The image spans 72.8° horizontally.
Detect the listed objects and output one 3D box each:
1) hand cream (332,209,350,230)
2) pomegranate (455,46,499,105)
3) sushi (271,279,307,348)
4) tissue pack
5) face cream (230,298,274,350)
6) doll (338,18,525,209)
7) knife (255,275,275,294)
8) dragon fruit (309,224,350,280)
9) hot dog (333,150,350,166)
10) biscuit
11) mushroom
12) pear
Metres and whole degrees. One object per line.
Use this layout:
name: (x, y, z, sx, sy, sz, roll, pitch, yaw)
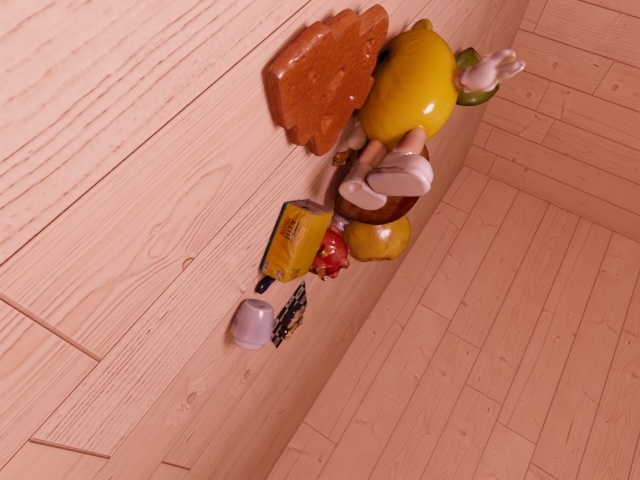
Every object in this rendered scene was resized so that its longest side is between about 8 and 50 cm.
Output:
hand cream: (0.072, -0.095, 1.218, 0.084, 0.053, 0.142, 47, 63, -72)
pomegranate: (0.516, -0.588, 1.553, 0.159, 0.241, 0.190, -31, 157, 35)
sushi: (-0.079, 0.239, 1.315, 0.193, 0.040, 0.210, -54, 162, -23)
tissue pack: (-0.049, -0.001, 0.946, 0.120, 0.082, 0.169, -18, 135, -64)
face cream: (-0.147, 0.182, 0.947, 0.091, 0.091, 0.095, -10, 119, -69)
doll: (0.176, -0.253, 0.853, 0.161, 0.348, 0.423, 35, 93, -38)
knife: (-0.113, 0.089, 1.017, 0.121, 0.018, 0.031, -37, 144, -55)
dragon fruit: (0.008, 0.025, 1.086, 0.133, 0.136, 0.166, -52, 143, 1)
hot dog: (0.054, -0.195, 1.039, 0.083, 0.021, 0.037, -34, 147, -59)
biscuit: (0.005, -0.269, 0.728, 0.306, 0.043, 0.284, -21, 144, -58)
mushroom: (0.166, -0.166, 1.083, 0.263, 0.195, 0.283, 51, 62, -78)
pear: (0.165, -0.036, 1.306, 0.209, 0.209, 0.209, -52, 161, -26)
